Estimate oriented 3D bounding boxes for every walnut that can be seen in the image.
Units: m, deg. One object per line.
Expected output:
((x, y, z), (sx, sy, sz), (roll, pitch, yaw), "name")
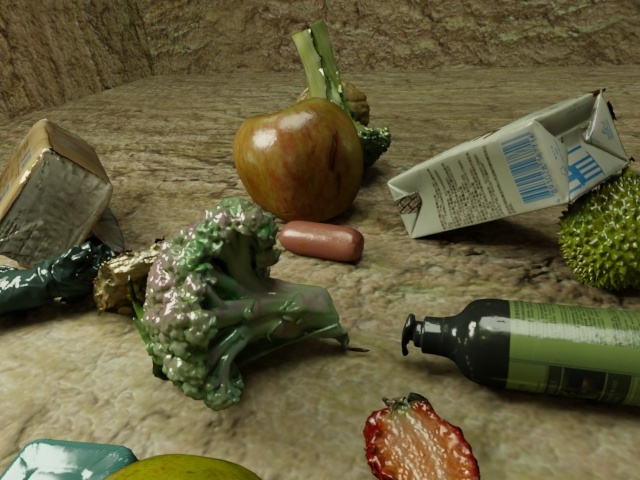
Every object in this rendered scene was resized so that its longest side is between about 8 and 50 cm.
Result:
((0.029, -0.355, 1.392), (0.244, 0.198, 0.198), (-16, 30, -26), "walnut")

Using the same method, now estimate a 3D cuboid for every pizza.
((-0.257, 0.062, 0.737), (0.226, 0.147, 0.069), (-19, 73, -2), "pizza")

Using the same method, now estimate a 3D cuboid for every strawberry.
((0.096, 0.215, 0.470), (0.103, 0.048, 0.152), (-6, 41, -16), "strawberry")

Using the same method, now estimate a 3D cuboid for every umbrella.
((-0.500, 0.076, 0.772), (0.348, 0.143, 0.094), (-17, 74, -5), "umbrella")

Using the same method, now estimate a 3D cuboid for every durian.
((0.441, -0.014, 0.701), (0.198, 0.159, 0.146), (-29, -4, -14), "durian")

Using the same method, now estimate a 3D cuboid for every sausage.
((0.000, 0.000, 0.867), (0.154, 0.062, 0.062), (9, 31, 24), "sausage")

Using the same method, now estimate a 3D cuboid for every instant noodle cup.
((-0.239, 0.253, 0.436), (0.157, 0.070, 0.179), (1, 28, 8), "instant noodle cup")

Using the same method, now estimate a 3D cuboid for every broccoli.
((0.010, -0.325, 1.185), (0.221, 0.362, 0.252), (-22, -6, -16), "broccoli")

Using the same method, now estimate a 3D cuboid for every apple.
((-0.039, -0.154, 0.997), (0.264, 0.265, 0.264), (-4, 28, 2), "apple")

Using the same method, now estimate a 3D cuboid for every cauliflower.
((-0.086, 0.084, 0.621), (0.315, 0.239, 0.256), (8, -14, -12), "cauliflower")

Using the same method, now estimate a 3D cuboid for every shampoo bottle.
((0.234, 0.120, 0.558), (0.283, 0.101, 0.101), (4, 29, 16), "shampoo bottle")

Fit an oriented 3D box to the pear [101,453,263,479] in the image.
((-0.105, 0.242, 0.320), (0.198, 0.198, 0.198), (-4, 28, 2), "pear")

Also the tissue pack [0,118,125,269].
((-0.510, -0.081, 0.989), (0.238, 0.239, 0.305), (-19, 30, -23), "tissue pack")

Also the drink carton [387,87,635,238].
((0.295, -0.115, 0.816), (0.194, 0.132, 0.324), (-24, 3, -32), "drink carton")
